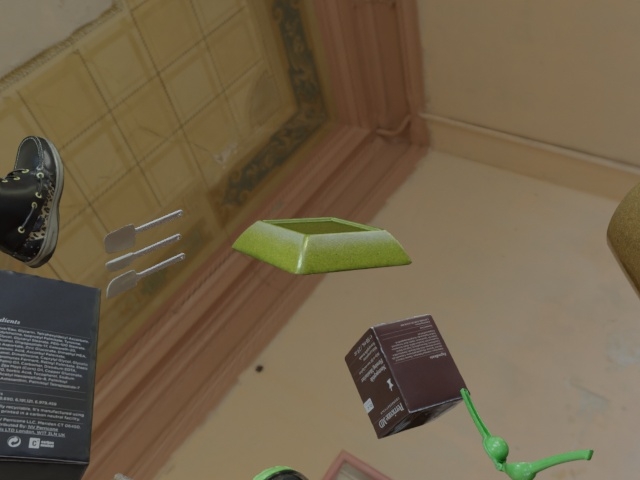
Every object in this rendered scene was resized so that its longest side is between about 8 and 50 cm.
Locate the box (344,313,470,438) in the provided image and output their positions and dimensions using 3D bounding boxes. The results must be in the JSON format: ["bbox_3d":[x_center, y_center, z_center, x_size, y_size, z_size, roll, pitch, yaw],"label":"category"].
[{"bbox_3d":[0.187,0.298,1.391,0.167,0.203,0.168,-7,-32,-28],"label":"box"}]

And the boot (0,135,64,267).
[{"bbox_3d":[-0.491,-0.088,0.954,0.178,0.085,0.236,29,-137,-54],"label":"boot"}]

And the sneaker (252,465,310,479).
[{"bbox_3d":[0.017,0.558,1.107,0.483,0.202,0.185,50,-121,-34],"label":"sneaker"}]

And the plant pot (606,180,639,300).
[{"bbox_3d":[0.409,0.037,0.584,0.237,0.254,0.237,-17,-47,-19],"label":"plant pot"}]

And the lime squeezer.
[{"bbox_3d":[0.346,0.375,1.154,0.059,0.310,0.110,2,-83,-29],"label":"lime squeezer"}]

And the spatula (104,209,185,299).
[{"bbox_3d":[-0.403,0.021,1.462,0.242,0.019,0.168,-30,-49,-49],"label":"spatula"}]

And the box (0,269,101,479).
[{"bbox_3d":[-0.710,0.403,1.413,0.297,0.471,0.480,14,-53,-28],"label":"box"}]

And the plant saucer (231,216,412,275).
[{"bbox_3d":[0.000,0.000,0.868,0.188,0.188,0.045,-4,-78,-34],"label":"plant saucer"}]

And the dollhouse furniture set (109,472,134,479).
[{"bbox_3d":[-0.265,0.509,0.870,0.198,0.303,0.286,20,-95,-64],"label":"dollhouse furniture set"}]
